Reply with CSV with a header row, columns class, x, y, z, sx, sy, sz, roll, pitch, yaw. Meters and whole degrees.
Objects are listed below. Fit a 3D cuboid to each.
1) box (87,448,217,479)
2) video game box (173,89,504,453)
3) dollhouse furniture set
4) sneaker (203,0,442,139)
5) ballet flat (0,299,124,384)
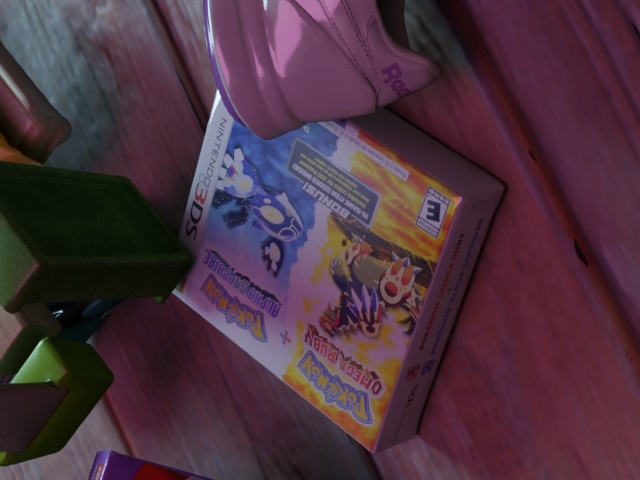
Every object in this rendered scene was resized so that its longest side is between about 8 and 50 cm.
class,x,y,z,sx,sy,sz,roll,pitch,yaw
box,-0.079,0.293,0.993,0.057,0.201,0.293,152,136,-71
video game box,0.000,0.000,1.033,0.205,0.048,0.187,35,125,32
dollhouse furniture set,-0.262,-0.017,1.117,0.301,0.151,0.197,49,115,25
sneaker,0.001,-0.217,0.959,0.152,0.114,0.305,-8,89,17
ballet flat,-0.182,0.039,1.199,0.203,0.074,0.074,-42,71,35
